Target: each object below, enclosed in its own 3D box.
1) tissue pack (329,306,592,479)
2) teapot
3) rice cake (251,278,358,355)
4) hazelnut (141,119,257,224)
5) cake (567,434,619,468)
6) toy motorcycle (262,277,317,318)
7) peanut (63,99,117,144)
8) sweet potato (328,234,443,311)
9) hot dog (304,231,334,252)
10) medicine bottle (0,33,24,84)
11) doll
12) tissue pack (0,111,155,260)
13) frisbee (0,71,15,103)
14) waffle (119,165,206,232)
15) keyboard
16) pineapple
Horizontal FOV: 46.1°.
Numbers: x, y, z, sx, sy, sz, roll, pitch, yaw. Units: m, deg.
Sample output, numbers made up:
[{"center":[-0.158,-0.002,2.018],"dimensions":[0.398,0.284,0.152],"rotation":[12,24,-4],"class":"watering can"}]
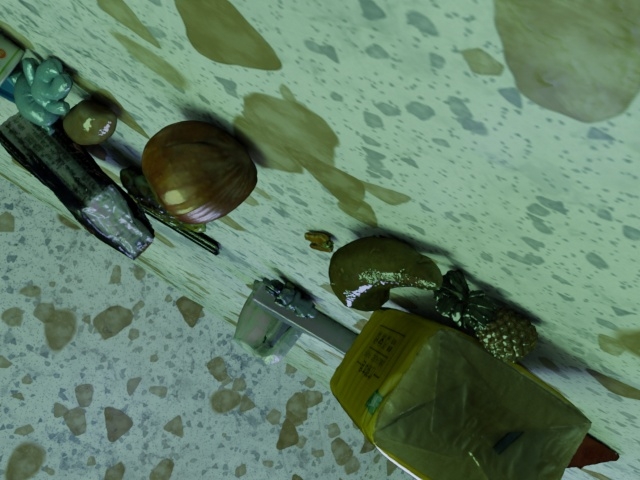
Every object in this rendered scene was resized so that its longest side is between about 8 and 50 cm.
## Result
[{"center":[0.202,0.270,1.232],"dimensions":[0.293,0.228,0.382],"rotation":[34,174,-7],"class":"tissue pack"},{"center":[-0.136,0.256,2.101],"dimensions":[0.221,0.178,0.163],"rotation":[23,165,28],"class":"teapot"},{"center":[-0.010,0.220,1.936],"dimensions":[0.399,0.070,0.064],"rotation":[30,162,1],"class":"rice cake"},{"center":[-0.165,-0.100,1.050],"dimensions":[0.150,0.150,0.150],"rotation":[29,166,8],"class":"hazelnut"},{"center":[0.454,0.378,1.543],"dimensions":[0.262,0.159,0.158],"rotation":[-1,174,-17],"class":"cake"},{"center":[-0.063,0.143,1.792],"dimensions":[0.124,0.061,0.193],"rotation":[31,174,28],"class":"toy motorcycle"},{"center":[-0.386,-0.198,1.264],"dimensions":[0.076,0.076,0.152],"rotation":[38,160,-24],"class":"peanut"},{"center":[0.072,0.050,1.108],"dimensions":[0.124,0.098,0.310],"rotation":[12,167,-10],"class":"sweet potato"},{"center":[0.000,0.000,1.243],"dimensions":[0.083,0.021,0.037],"rotation":[13,137,60],"class":"hot dog"},{"center":[-0.569,-0.323,1.186],"dimensions":[0.183,0.086,0.086],"rotation":[38,165,-25],"class":"medicine bottle"},{"center":[-0.443,-0.251,1.237],"dimensions":[0.180,0.075,0.120],"rotation":[-20,99,45],"class":"doll"},{"center":[-0.498,-0.117,1.556],"dimensions":[0.332,0.123,0.245],"rotation":[42,170,28],"class":"tissue pack"},{"center":[-0.613,-0.328,1.348],"dimensions":[0.242,0.045,0.242],"rotation":[29,167,7],"class":"frisbee"},{"center":[-0.344,-0.082,1.617],"dimensions":[0.204,0.054,0.223],"rotation":[31,166,2],"class":"waffle"},{"center":[-0.351,-0.032,1.873],"dimensions":[0.230,0.025,0.093],"rotation":[31,168,2],"class":"keyboard"},{"center":[0.220,0.101,1.029],"dimensions":[0.159,0.074,0.074],"rotation":[37,166,-11],"class":"pineapple"}]
